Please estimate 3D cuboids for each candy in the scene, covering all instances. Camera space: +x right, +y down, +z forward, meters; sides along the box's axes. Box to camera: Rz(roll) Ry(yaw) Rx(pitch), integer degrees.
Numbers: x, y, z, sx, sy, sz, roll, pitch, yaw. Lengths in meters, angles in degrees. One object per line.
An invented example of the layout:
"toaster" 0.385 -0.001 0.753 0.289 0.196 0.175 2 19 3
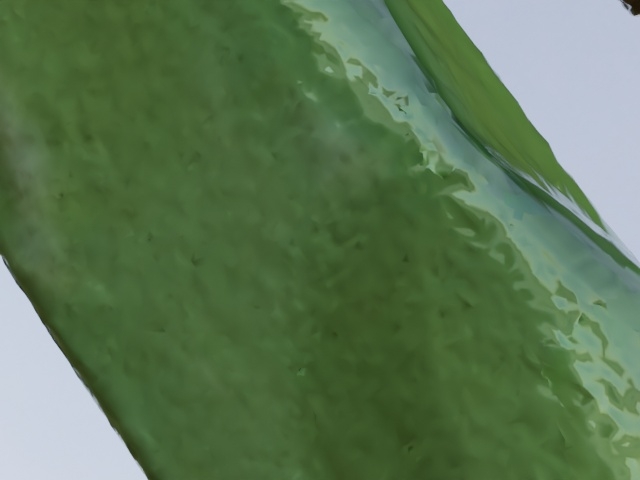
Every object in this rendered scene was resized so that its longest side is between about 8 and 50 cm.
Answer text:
"candy" 0.000 0.000 0.409 0.343 0.132 0.142 53 -1 19

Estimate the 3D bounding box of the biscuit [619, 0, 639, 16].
"biscuit" 0.180 -0.177 0.701 0.305 0.038 0.305 21 -24 10
